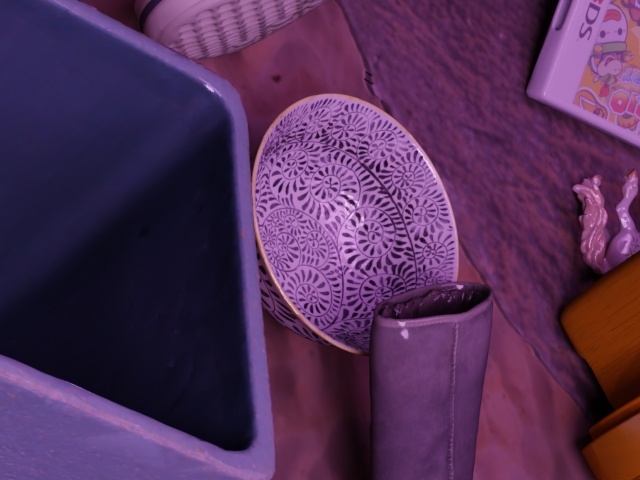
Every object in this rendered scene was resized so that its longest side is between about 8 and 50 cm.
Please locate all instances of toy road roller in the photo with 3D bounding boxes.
[{"bbox_3d":[0.323,0.100,1.431,0.330,0.202,0.240,-18,75,-43],"label":"toy road roller"}]

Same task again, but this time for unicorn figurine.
[{"bbox_3d":[0.254,0.006,1.503,0.162,0.060,0.111,2,73,-24],"label":"unicorn figurine"}]

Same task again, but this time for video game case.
[{"bbox_3d":[0.279,-0.169,1.545,0.227,0.026,0.206,21,88,-35],"label":"video game case"}]

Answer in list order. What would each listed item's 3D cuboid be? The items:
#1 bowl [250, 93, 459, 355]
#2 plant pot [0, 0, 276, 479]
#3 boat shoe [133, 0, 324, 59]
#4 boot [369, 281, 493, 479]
[{"bbox_3d":[0.000,0.000,1.258,0.170,0.080,0.170,16,63,-36],"label":"bowl"},{"bbox_3d":[-0.200,0.035,0.935,0.247,0.252,0.247,26,40,-32],"label":"plant pot"},{"bbox_3d":[0.019,-0.257,1.308,0.156,0.187,0.500,56,41,-8],"label":"boat shoe"},{"bbox_3d":[0.043,0.142,1.185,0.190,0.076,0.208,-31,133,-54],"label":"boot"}]
